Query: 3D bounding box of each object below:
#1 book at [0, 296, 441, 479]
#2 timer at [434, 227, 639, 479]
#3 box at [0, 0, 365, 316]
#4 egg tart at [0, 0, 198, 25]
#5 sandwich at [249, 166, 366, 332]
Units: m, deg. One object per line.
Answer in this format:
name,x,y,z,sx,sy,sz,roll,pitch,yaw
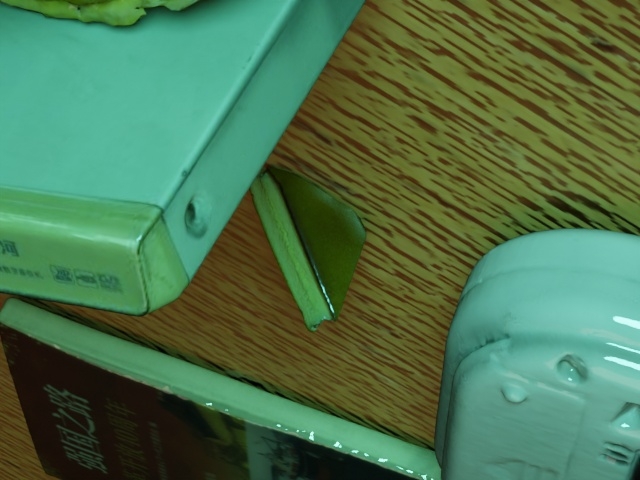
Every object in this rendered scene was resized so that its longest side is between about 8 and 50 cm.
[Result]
book,-0.025,0.163,1.196,0.374,0.028,0.262,19,154,9
timer,0.171,0.099,0.861,0.237,0.087,0.262,18,152,10
box,-0.127,-0.071,0.669,0.270,0.211,0.045,7,138,26
egg tart,-0.136,-0.174,0.535,0.295,0.116,0.295,24,141,22
sandwich,0.000,0.000,0.877,0.031,0.044,0.083,-38,72,55
